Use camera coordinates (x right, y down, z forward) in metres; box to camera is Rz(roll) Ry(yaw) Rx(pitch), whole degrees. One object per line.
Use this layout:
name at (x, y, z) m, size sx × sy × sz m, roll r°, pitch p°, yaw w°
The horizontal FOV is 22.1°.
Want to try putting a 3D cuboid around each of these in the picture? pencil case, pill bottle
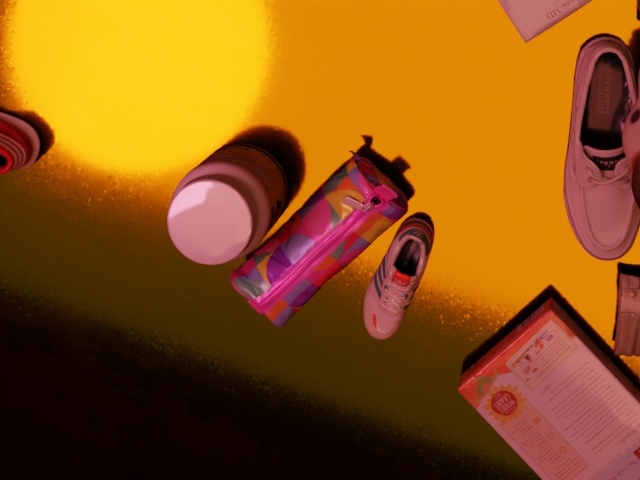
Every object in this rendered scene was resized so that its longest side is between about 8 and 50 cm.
pencil case at (0.000, 0.000, 1.983) m, size 0.104 × 0.104 × 0.236 m, roll 45°, pitch 106°, yaw -3°
pill bottle at (-0.111, -0.042, 1.933) m, size 0.119 × 0.208 × 0.119 m, roll 2°, pitch 103°, yaw 8°

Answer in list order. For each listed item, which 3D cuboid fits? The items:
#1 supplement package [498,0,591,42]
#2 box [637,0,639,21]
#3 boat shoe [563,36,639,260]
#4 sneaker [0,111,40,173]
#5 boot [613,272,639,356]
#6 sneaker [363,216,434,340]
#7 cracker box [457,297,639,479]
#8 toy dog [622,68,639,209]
supplement package at (0.230, -0.331, 1.875) m, size 0.105 × 0.105 × 0.179 m, roll -33°, pitch 96°, yaw 13°
box at (0.395, -0.361, 1.857) m, size 0.058 × 0.087 × 0.232 m, roll 1°, pitch 101°, yaw 6°
boat shoe at (0.337, -0.102, 1.919) m, size 0.096 × 0.088 × 0.267 m, roll 4°, pitch 103°, yaw 7°
sneaker at (-0.462, -0.139, 2.003) m, size 0.221 × 0.128 × 0.087 m, roll 15°, pitch 104°, yaw 4°
boot at (0.439, 0.051, 1.946) m, size 0.165 × 0.077 × 0.213 m, roll 10°, pitch 106°, yaw 8°
sneaker at (0.091, 0.051, 1.994) m, size 0.057 × 0.075 × 0.161 m, roll 23°, pitch 104°, yaw 2°
cracker box at (0.303, 0.208, 2.004) m, size 0.156 × 0.067 × 0.232 m, roll -42°, pitch 93°, yaw 15°
toy dog at (0.529, -0.140, 1.766) m, size 0.408 × 0.284 × 0.395 m, roll -7°, pitch 120°, yaw 29°
